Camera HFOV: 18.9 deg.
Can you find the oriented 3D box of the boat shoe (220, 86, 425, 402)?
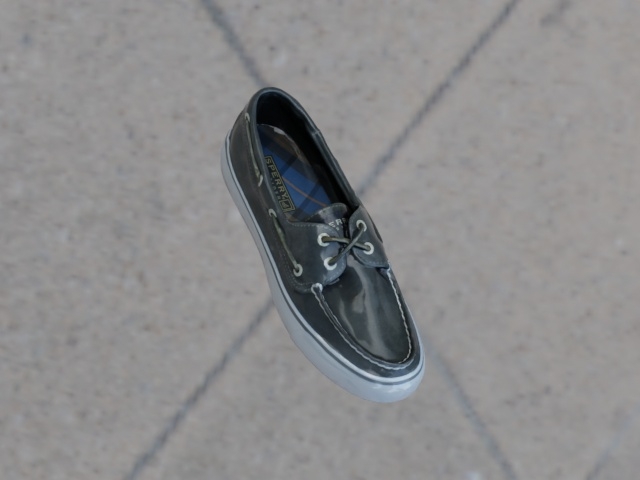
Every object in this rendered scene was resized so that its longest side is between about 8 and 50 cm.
[{"bbox_3d":[0.000,0.000,0.771,0.049,0.142,0.040,-17,151,-27],"label":"boat shoe"}]
